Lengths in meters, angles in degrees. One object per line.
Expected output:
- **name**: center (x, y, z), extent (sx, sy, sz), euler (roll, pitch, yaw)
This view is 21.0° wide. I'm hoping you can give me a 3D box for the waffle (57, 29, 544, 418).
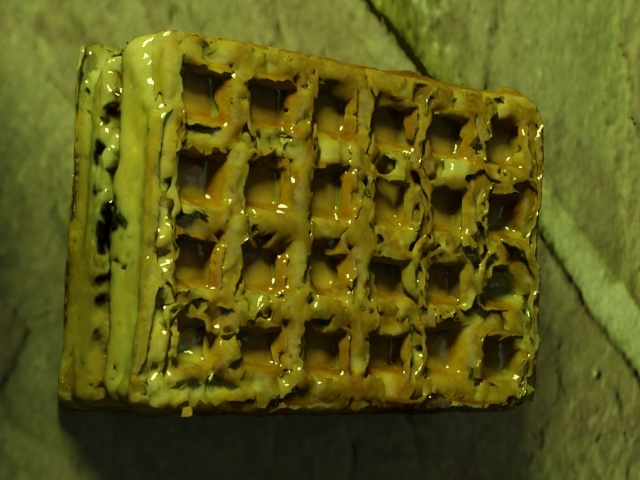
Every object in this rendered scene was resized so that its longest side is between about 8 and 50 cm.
- **waffle**: center (0.001, 0.000, 1.019), extent (0.308, 0.091, 0.212), euler (6, 86, -40)
